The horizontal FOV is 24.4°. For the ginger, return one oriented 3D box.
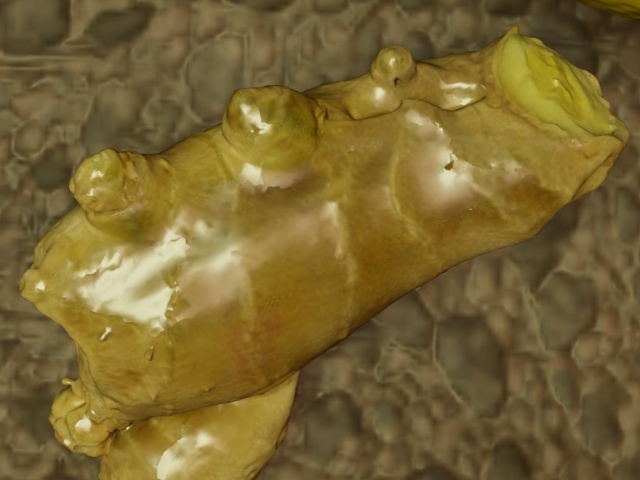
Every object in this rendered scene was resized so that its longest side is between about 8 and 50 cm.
[{"bbox_3d":[-0.013,-0.004,0.446,0.205,0.081,0.115,-43,103,1],"label":"ginger"}]

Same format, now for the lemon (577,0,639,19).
[{"bbox_3d":[0.106,-0.145,0.398,0.203,0.178,0.178,27,92,-7],"label":"lemon"}]
